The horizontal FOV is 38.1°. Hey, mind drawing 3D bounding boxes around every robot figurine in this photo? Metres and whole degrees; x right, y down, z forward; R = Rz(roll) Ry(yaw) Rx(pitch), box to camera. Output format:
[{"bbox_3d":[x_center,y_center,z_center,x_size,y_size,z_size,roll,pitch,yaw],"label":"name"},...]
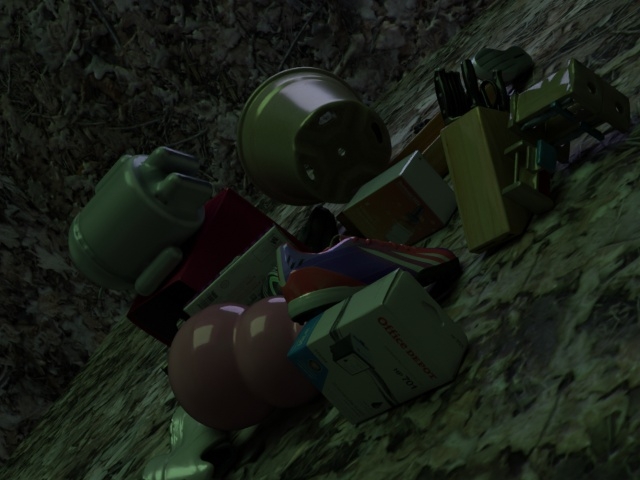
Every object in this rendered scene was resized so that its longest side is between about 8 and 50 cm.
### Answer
[{"bbox_3d":[-0.377,-0.034,1.896,0.353,0.300,0.200,-42,-34,23],"label":"robot figurine"}]

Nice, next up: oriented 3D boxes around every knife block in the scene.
[{"bbox_3d":[0.242,-0.148,1.439,0.088,0.242,0.275,-33,15,46],"label":"knife block"}]

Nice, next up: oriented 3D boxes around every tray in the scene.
[{"bbox_3d":[0.225,-0.172,2.046,0.411,0.076,0.203,-47,12,-13],"label":"tray"}]

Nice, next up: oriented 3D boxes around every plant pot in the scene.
[{"bbox_3d":[0.004,-0.215,2.077,0.334,0.334,0.305,-44,20,-3],"label":"plant pot"}]

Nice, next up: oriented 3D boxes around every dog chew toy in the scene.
[{"bbox_3d":[-0.074,0.180,1.457,0.332,0.206,0.206,-18,21,24],"label":"dog chew toy"}]

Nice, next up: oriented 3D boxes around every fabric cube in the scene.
[{"bbox_3d":[-0.215,0.093,1.987,0.259,0.254,0.258,-31,30,47],"label":"fabric cube"}]

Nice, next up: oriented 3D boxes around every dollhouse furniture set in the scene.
[{"bbox_3d":[0.365,-0.139,1.367,0.129,0.129,0.183,-30,41,49],"label":"dollhouse furniture set"}]

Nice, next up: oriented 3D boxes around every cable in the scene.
[{"bbox_3d":[0.306,-0.311,2.352,0.150,0.047,0.184,-42,10,5],"label":"cable"}]

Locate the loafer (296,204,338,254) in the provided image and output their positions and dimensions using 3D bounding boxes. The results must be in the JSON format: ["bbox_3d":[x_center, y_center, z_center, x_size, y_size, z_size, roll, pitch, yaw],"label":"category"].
[{"bbox_3d":[0.000,0.000,2.212,0.302,0.095,0.109,-60,-10,-70],"label":"loafer"}]

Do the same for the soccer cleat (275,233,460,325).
[{"bbox_3d":[0.077,0.035,1.377,0.318,0.116,0.109,-12,-14,-35],"label":"soccer cleat"}]

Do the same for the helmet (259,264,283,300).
[{"bbox_3d":[-0.026,0.104,1.610,0.169,0.161,0.169,-42,-9,-8],"label":"helmet"}]

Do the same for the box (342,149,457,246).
[{"bbox_3d":[0.152,-0.065,1.742,0.170,0.130,0.091,-33,14,45],"label":"box"}]

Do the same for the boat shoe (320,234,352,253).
[{"bbox_3d":[0.024,0.041,2.011,0.152,0.049,0.056,-40,-8,39],"label":"boat shoe"}]

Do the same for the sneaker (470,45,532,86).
[{"bbox_3d":[0.401,-0.379,2.105,0.258,0.094,0.091,-20,-28,-52],"label":"sneaker"}]

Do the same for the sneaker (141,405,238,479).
[{"bbox_3d":[-0.191,0.347,1.535,0.129,0.111,0.297,-20,18,13],"label":"sneaker"}]

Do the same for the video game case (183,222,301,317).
[{"bbox_3d":[-0.100,0.120,1.721,0.232,0.210,0.042,-43,12,3],"label":"video game case"}]

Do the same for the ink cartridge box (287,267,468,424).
[{"bbox_3d":[0.073,0.141,1.206,0.191,0.139,0.082,-34,14,41],"label":"ink cartridge box"}]

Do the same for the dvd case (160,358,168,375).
[{"bbox_3d":[-0.182,0.217,1.781,0.221,0.164,0.018,-48,33,-21],"label":"dvd case"}]
